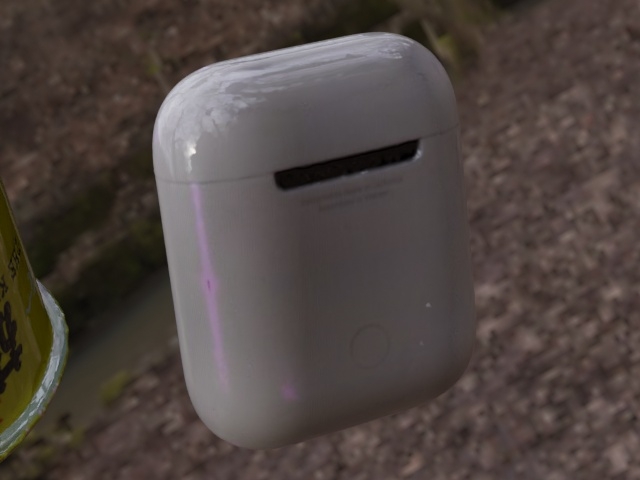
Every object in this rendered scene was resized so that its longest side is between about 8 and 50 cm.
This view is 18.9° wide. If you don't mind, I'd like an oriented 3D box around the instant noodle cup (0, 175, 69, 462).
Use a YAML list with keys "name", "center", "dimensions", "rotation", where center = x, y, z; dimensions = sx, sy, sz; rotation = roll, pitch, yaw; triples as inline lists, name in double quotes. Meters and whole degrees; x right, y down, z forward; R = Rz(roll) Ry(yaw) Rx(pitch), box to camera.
- name: "instant noodle cup"
  center: [-0.329, -0.011, 1.176]
  dimensions: [0.325, 0.254, 0.325]
  rotation: [-3, 33, 2]

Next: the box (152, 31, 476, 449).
- name: "box"
  center: [0.001, 0.000, 1.702]
  dimensions: [0.288, 0.349, 0.141]
  rotation: [-14, 16, -26]
